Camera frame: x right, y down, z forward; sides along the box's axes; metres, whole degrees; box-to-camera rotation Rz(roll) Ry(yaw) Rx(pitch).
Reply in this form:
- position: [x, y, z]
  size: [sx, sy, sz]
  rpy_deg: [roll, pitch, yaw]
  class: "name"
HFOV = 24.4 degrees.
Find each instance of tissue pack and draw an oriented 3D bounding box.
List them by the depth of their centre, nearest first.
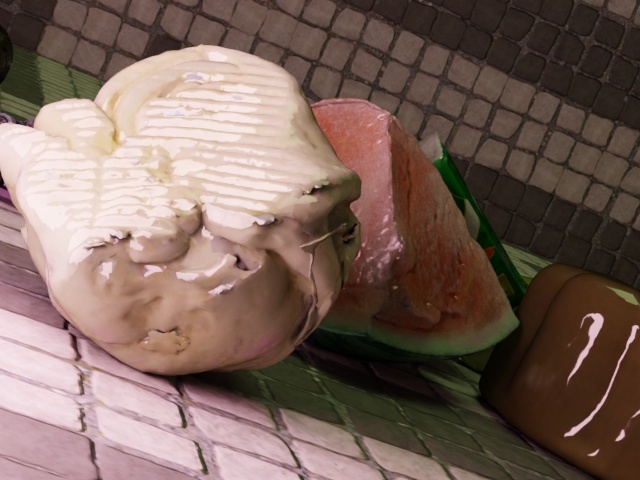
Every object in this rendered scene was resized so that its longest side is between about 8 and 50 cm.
- position: [0.125, 0.015, 1.697]
  size: [0.209, 0.148, 0.156]
  rpy_deg: [58, 12, -18]
  class: "tissue pack"

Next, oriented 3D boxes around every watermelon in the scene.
- position: [0.002, 0.022, 1.546]
  size: [0.292, 0.319, 0.222]
  rpy_deg: [-7, 29, 35]
  class: "watermelon"

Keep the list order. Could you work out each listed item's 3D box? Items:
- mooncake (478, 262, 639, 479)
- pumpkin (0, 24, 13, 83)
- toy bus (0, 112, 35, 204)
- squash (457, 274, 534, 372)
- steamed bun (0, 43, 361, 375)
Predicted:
- position: [0.376, 0.156, 1.614]
  size: [0.378, 0.200, 0.378]
  rpy_deg: [23, 6, -3]
  class: "mooncake"
- position: [-0.582, -0.312, 2.274]
  size: [0.224, 0.157, 0.223]
  rpy_deg: [34, 8, -5]
  class: "pumpkin"
- position: [-0.301, -0.073, 1.616]
  size: [0.178, 0.098, 0.087]
  rpy_deg: [22, 5, 17]
  class: "toy bus"
- position: [0.273, 0.118, 1.891]
  size: [0.132, 0.132, 0.247]
  rpy_deg: [28, 6, 36]
  class: "squash"
- position: [-0.111, -0.008, 1.232]
  size: [0.268, 0.207, 0.280]
  rpy_deg: [-20, 47, -18]
  class: "steamed bun"
